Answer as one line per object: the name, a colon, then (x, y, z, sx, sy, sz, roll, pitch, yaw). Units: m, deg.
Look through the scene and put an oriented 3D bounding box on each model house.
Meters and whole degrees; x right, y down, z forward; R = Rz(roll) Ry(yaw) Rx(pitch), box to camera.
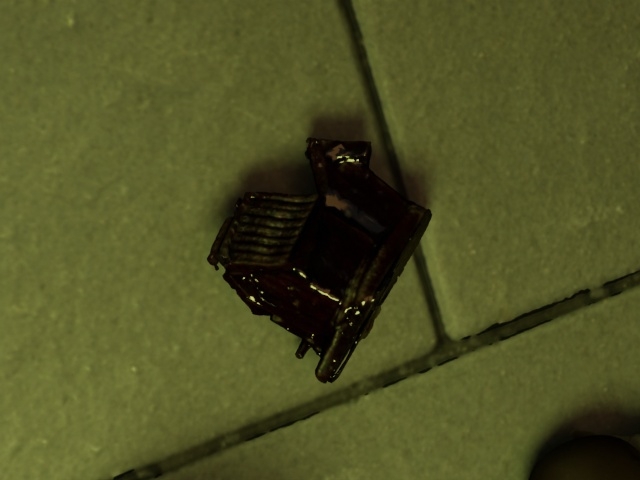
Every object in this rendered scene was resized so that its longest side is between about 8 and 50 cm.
model house: (0.001, 0.000, 1.160, 0.164, 0.141, 0.203, 31, 58, 5)

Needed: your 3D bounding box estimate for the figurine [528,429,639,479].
figurine: (0.301, 0.264, 1.240, 0.275, 0.161, 0.158, -16, 132, -16)
